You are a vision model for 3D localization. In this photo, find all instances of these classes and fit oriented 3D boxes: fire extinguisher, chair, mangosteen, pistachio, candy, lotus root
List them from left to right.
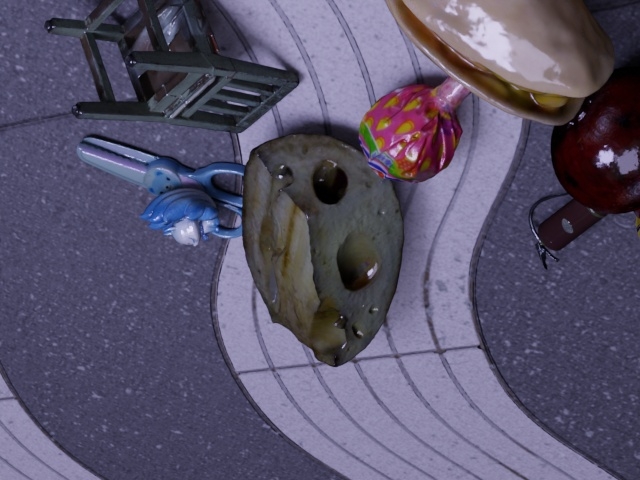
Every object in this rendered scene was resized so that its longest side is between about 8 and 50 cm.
[{"bbox_3d":[-0.180,-0.232,1.743,0.270,0.147,0.136,-1,154,-45],"label":"chair"},{"bbox_3d":[0.006,-0.001,1.877,0.210,0.142,0.314,42,148,31],"label":"lotus root"},{"bbox_3d":[0.190,-0.199,1.679,0.124,0.124,0.365,40,121,-18],"label":"candy"},{"bbox_3d":[0.187,-0.257,1.539,0.299,0.187,0.187,44,131,6],"label":"pistachio"},{"bbox_3d":[0.318,-0.033,1.809,0.078,0.045,0.157,54,130,7],"label":"fire extinguisher"},{"bbox_3d":[0.368,-0.107,1.645,0.200,0.200,0.200,8,131,10],"label":"mangosteen"}]

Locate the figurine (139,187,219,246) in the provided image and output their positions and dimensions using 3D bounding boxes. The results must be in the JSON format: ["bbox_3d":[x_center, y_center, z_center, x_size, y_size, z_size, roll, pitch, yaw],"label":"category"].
[{"bbox_3d":[-0.188,-0.030,1.894,0.114,0.114,0.079,-5,89,21],"label":"figurine"}]

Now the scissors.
[{"bbox_3d":[-0.208,-0.084,1.927,0.256,0.030,0.125,20,133,-6],"label":"scissors"}]

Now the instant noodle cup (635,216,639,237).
[{"bbox_3d":[0.475,-0.017,1.712,0.151,0.151,0.122,-25,129,32],"label":"instant noodle cup"}]
